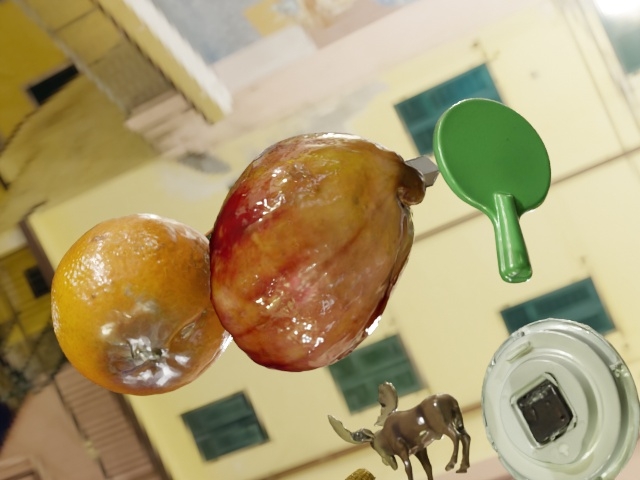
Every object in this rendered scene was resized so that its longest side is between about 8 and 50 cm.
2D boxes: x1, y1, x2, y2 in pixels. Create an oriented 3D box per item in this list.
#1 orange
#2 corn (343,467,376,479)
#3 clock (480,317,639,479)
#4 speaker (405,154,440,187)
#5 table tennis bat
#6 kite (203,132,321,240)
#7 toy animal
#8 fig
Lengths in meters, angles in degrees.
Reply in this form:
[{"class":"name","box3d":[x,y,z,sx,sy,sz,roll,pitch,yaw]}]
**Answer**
[{"class":"orange","box3d":[-0.199,0.079,1.588,0.224,0.224,0.170,46,-162,-38]},{"class":"corn","box3d":[0.033,0.337,1.826,0.037,0.092,0.037,46,176,4]},{"class":"clock","box3d":[0.299,0.219,1.801,0.053,0.236,0.236,2,-114,-51]},{"class":"speaker","box3d":[0.125,-0.100,2.331,0.191,0.040,0.046,-18,-128,-46]},{"class":"table tennis bat","box3d":[0.218,-0.064,1.694,0.160,0.039,0.257,5,-121,-21]},{"class":"kite","box3d":[-0.032,-0.068,2.104,0.321,0.234,0.016,-13,-130,-34]},{"class":"toy animal","box3d":[0.119,0.271,1.947,0.094,0.214,0.186,1,-124,-47]},{"class":"fig","box3d":[-0.011,0.004,1.428,0.224,0.263,0.224,18,-158,-8]}]
